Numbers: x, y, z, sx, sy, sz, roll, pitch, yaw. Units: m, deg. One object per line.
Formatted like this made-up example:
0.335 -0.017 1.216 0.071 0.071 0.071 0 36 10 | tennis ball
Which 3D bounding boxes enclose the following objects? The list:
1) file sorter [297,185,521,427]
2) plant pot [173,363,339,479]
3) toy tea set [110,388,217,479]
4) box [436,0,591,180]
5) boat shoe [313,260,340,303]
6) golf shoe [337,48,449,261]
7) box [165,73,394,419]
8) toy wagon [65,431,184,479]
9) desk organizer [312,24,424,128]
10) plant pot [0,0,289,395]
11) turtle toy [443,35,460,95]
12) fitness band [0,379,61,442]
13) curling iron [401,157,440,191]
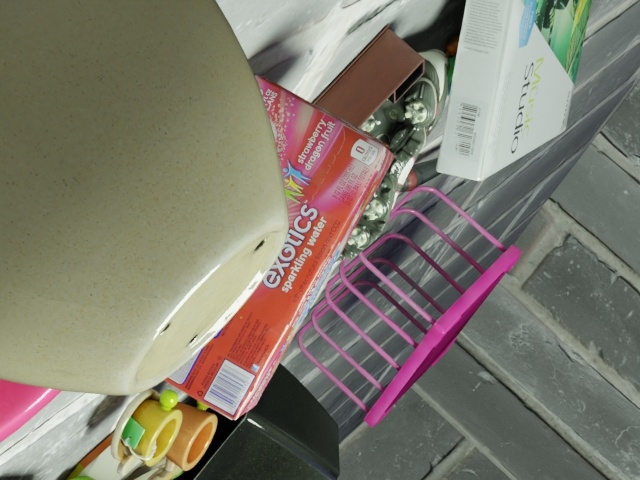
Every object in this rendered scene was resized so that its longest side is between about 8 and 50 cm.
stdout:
0.115 0.088 2.303 0.202 0.182 0.290 -41 169 -36 | file sorter
-0.077 0.279 2.087 0.187 0.167 0.188 -53 -164 22 | plant pot
-0.149 0.251 1.776 0.200 0.124 0.336 -37 149 -57 | toy tea set
0.224 -0.208 1.756 0.322 0.058 0.232 -31 133 -62 | box
0.000 0.000 1.923 0.206 0.075 0.065 -53 -147 -2 | boat shoe
0.060 -0.086 1.690 0.273 0.105 0.120 -55 174 36 | golf shoe
-0.055 0.005 1.323 0.257 0.128 0.122 -61 175 3 | box
-0.296 0.355 1.944 0.344 0.068 0.267 -50 169 15 | toy wagon
0.040 -0.140 1.538 0.130 0.050 0.047 -46 169 -7 | desk organizer
-0.131 -0.023 0.904 0.284 0.191 0.284 -45 169 -11 | plant pot
0.174 -0.198 1.815 0.130 0.066 0.095 -24 128 -64 | turtle toy
-0.263 0.107 1.238 0.209 0.054 0.291 -52 168 34 | fitness band
0.104 -0.072 2.087 0.274 0.035 0.068 -33 166 -51 | curling iron
